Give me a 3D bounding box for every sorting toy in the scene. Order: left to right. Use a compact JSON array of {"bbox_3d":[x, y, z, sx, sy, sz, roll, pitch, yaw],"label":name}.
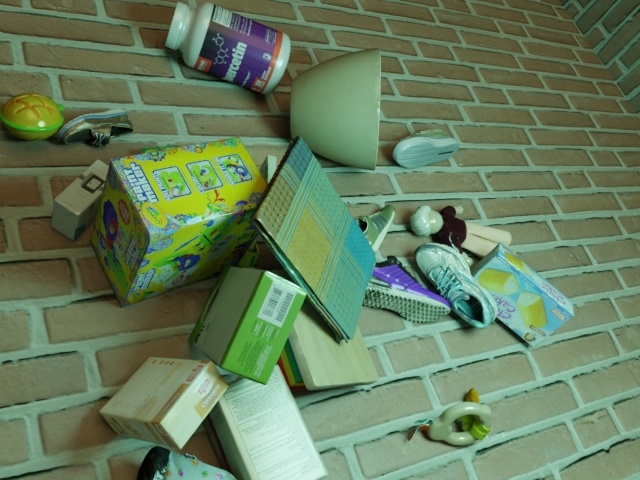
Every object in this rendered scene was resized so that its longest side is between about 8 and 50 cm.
[{"bbox_3d":[-0.014,0.208,1.278,0.255,0.089,0.257,15,47,-54],"label":"sorting toy"}]

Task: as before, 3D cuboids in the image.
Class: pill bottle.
[{"bbox_3d":[-0.258,-0.542,1.635,0.323,0.181,0.181,16,53,-19],"label":"pill bottle"}]

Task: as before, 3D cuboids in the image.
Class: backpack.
[{"bbox_3d":[-0.233,0.453,1.023,0.182,0.115,0.151,27,47,-15],"label":"backpack"}]

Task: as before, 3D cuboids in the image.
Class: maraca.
[{"bbox_3d":[-0.640,-0.284,1.307,0.127,0.099,0.185,10,30,-19],"label":"maraca"}]

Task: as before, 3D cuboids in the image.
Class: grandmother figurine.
[{"bbox_3d":[0.410,-0.026,1.719,0.343,0.104,0.207,16,42,-22],"label":"grandmother figurine"}]

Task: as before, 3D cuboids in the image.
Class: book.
[{"bbox_3d":[-0.143,-0.128,1.444,0.035,0.144,0.096,12,54,-22],"label":"book"}]

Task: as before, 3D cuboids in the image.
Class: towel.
[{"bbox_3d":[0.000,0.000,1.236,0.370,0.040,0.271,55,39,-31],"label":"towel"}]

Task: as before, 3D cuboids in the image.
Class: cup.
[{"bbox_3d":[0.039,-0.364,1.626,0.237,0.331,0.331,2,55,2],"label":"cup"}]

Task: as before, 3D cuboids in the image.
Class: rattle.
[{"bbox_3d":[0.292,0.403,1.384,0.200,0.130,0.142,-6,47,-2],"label":"rattle"}]

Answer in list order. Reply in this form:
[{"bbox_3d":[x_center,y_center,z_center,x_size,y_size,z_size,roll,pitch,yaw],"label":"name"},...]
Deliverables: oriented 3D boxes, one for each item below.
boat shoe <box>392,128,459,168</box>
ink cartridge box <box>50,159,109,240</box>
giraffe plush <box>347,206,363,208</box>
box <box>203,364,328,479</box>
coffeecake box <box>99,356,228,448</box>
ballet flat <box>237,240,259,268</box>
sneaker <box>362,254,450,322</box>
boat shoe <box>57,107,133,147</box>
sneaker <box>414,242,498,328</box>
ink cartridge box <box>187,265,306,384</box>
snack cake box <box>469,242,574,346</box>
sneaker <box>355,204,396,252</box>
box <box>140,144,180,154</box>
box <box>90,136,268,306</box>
[{"bbox_3d":[0.320,-0.298,1.862,0.302,0.109,0.094,-11,49,-44],"label":"boat shoe"},{"bbox_3d":[-0.492,-0.098,1.255,0.060,0.104,0.180,33,49,-4],"label":"ink cartridge box"},{"bbox_3d":[0.019,0.006,1.452,0.181,0.210,0.170,-14,101,-51],"label":"giraffe plush"},{"bbox_3d":[-0.116,0.383,1.127,0.149,0.127,0.232,-13,67,-35],"label":"box"},{"bbox_3d":[-0.282,0.286,1.057,0.142,0.186,0.068,-51,123,-41],"label":"coffeecake box"},{"bbox_3d":[-0.196,-0.044,1.402,0.077,0.077,0.230,-6,63,-32],"label":"ballet flat"},{"bbox_3d":[0.206,0.110,1.508,0.294,0.102,0.146,19,51,-18],"label":"sneaker"},{"bbox_3d":[-0.520,-0.258,1.373,0.066,0.066,0.183,50,50,7],"label":"boat shoe"},{"bbox_3d":[0.361,0.119,1.560,0.283,0.110,0.122,44,25,5],"label":"sneaker"},{"bbox_3d":[-0.153,0.152,1.153,0.097,0.255,0.188,29,79,-24],"label":"ink cartridge box"},{"bbox_3d":[0.545,0.151,1.626,0.264,0.152,0.089,39,29,0],"label":"snack cake box"},{"bbox_3d":[0.140,-0.047,1.600,0.086,0.064,0.192,36,52,-10],"label":"sneaker"},{"bbox_3d":[-0.361,-0.149,1.405,0.105,0.043,0.179,-11,68,-34],"label":"box"},{"bbox_3d":[-0.288,-0.037,1.205,0.279,0.290,0.177,-19,70,-38],"label":"box"}]
